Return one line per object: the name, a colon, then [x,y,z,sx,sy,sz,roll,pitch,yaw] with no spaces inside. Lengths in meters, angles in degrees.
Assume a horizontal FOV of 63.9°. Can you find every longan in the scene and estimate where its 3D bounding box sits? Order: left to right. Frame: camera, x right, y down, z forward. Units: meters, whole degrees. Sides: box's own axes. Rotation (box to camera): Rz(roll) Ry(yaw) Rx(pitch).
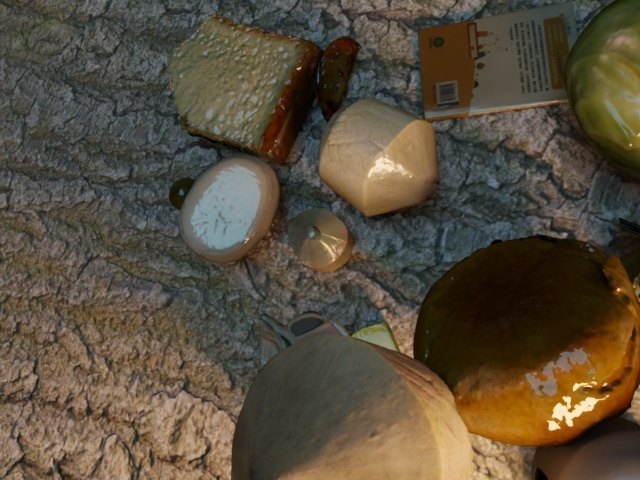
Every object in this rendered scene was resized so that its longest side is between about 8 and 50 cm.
longan: [-0.295,-0.103,1.122,0.075,0.075,0.083,-38,28,5]

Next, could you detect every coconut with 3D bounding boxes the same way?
coconut: [0.000,0.000,0.968,0.116,0.122,0.116,-4,75,16]
coconut: [0.027,0.270,0.618,0.329,0.329,0.328,-4,75,16]
coconut: [0.113,-0.143,0.932,0.222,0.202,0.202,35,88,27]

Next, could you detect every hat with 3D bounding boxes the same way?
hat: [-0.031,0.238,0.902,0.226,0.164,0.219,-4,55,16]

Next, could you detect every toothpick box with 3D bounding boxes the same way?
toothpick box: [0.405,0.333,0.654,0.229,0.316,0.228,-4,75,15]

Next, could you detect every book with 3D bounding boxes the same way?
book: [0.345,-0.348,1.003,0.296,0.020,0.207,-4,75,16]

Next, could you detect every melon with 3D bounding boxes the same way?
melon: [0.076,0.245,0.917,0.118,0.064,0.209,34,86,23]

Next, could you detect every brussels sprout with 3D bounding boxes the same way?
brussels sprout: [0.556,-0.251,0.801,0.328,0.247,0.327,-1,89,27]

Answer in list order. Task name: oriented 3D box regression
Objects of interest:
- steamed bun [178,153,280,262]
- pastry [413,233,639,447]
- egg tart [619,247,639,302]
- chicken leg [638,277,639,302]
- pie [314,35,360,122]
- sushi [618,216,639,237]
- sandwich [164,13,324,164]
steamed bun: [-0.175,-0.062,1.034,0.177,0.131,0.228,28,85,11]
pastry: [0.295,0.131,0.755,0.356,0.163,0.356,-24,29,14]
egg tart: [0.536,0.099,0.800,0.197,0.078,0.197,-4,75,15]
chicken leg: [0.548,0.116,0.704,0.251,0.087,0.107,42,80,-1]
pie: [0.030,-0.348,1.067,0.033,0.088,0.191,12,79,49]
sushi: [0.570,0.009,0.698,0.294,0.292,0.059,27,109,22]
sandwich: [-0.178,-0.325,1.105,0.326,0.131,0.262,21,85,18]
